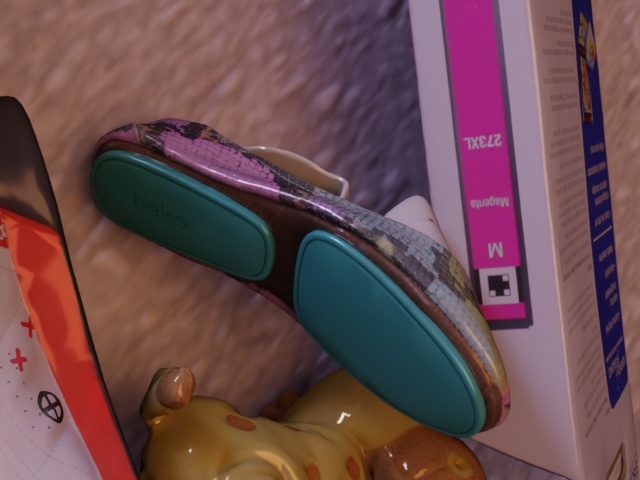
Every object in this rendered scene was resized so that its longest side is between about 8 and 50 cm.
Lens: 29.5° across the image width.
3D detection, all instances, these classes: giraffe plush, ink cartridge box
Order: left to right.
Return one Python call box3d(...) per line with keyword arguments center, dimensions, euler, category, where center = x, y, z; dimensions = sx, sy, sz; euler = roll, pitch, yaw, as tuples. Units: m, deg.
box3d(center=(0.003, 0.127, 0.571), dimensions=(0.170, 0.181, 0.210), euler=(-18, 65, -40), category="giraffe plush")
box3d(center=(0.108, -0.025, 0.615), dimensions=(0.176, 0.069, 0.370), euler=(-20, 102, -68), category="ink cartridge box")

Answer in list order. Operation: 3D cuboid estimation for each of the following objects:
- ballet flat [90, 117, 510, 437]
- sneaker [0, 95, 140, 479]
box3d(center=(0.000, 0.000, 0.534), dimensions=(0.079, 0.221, 0.077), euler=(-40, 150, -42), category="ballet flat")
box3d(center=(-0.150, 0.086, 0.467), dimensions=(0.145, 0.090, 0.270), euler=(-16, 83, -16), category="sneaker")
